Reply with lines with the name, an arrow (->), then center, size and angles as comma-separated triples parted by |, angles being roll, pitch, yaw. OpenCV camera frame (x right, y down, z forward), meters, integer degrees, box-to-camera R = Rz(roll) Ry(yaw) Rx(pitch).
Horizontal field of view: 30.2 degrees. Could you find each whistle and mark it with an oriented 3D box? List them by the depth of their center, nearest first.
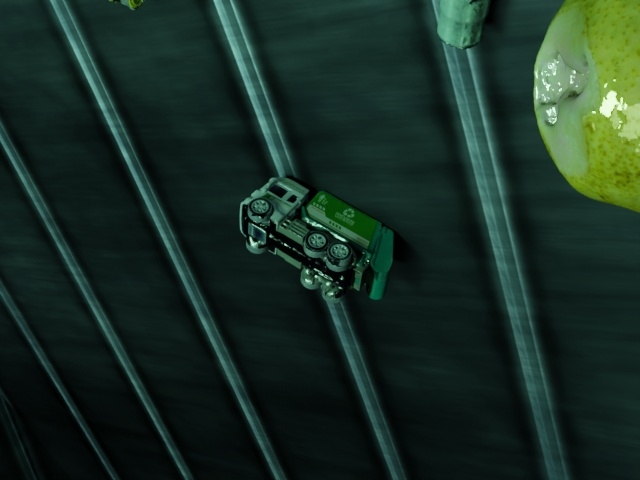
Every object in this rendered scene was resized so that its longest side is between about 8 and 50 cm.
whistle -> 0.173, -0.344, 1.300 | 0.062, 0.062, 0.312 | 29, 146, 19

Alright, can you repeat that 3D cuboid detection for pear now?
pear -> 0.337, -0.159, 1.179 | 0.271, 0.271, 0.271 | 27, 146, 21

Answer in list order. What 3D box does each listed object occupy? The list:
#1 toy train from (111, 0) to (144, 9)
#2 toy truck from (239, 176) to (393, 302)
toy train -> -0.285, -0.418, 1.682 | 0.060, 0.081, 0.202 | 22, 150, 29
toy truck -> 0.000, 0.000, 1.840 | 0.253, 0.124, 0.114 | 32, 146, 18
